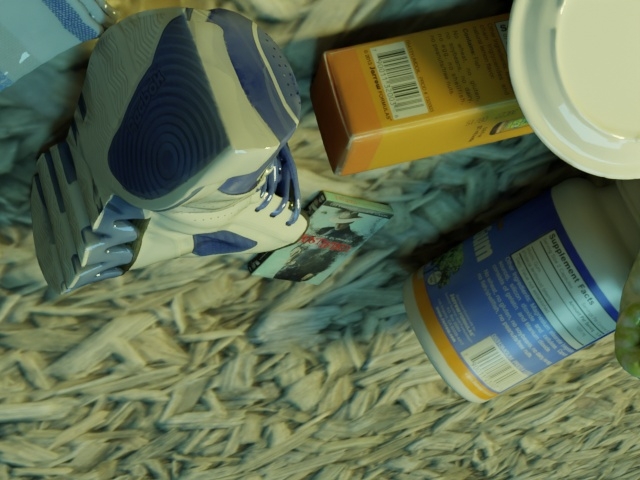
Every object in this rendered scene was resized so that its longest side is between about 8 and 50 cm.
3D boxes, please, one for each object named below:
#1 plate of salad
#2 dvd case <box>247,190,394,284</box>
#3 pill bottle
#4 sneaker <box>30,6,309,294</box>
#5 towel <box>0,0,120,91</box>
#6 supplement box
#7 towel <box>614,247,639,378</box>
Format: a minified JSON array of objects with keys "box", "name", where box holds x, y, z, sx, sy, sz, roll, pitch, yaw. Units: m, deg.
[{"box":[0.222,-0.144,0.816,0.199,0.048,0.200,-3,101,-14],"name":"plate of salad"},{"box":[0.000,0.000,1.059,0.087,0.013,0.119,11,136,-42],"name":"dvd case"},{"box":[0.229,0.033,1.114,0.272,0.152,0.152,-33,147,19],"name":"pill bottle"},{"box":[-0.076,-0.062,0.800,0.182,0.127,0.315,-10,167,-33],"name":"sneaker"},{"box":[-0.287,-0.123,0.675,0.285,0.034,0.209,-27,148,10],"name":"towel"},{"box":[0.115,-0.118,0.868,0.233,0.080,0.078,-12,164,-12],"name":"supplement box"},{"box":[0.403,-0.034,1.007,0.320,0.090,0.375,20,95,-49],"name":"towel"}]
